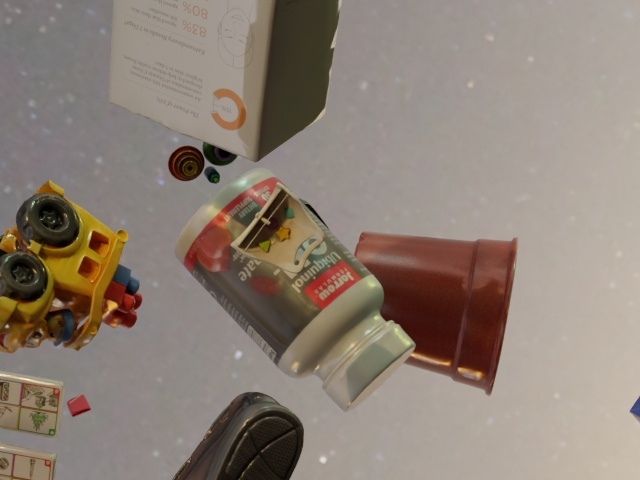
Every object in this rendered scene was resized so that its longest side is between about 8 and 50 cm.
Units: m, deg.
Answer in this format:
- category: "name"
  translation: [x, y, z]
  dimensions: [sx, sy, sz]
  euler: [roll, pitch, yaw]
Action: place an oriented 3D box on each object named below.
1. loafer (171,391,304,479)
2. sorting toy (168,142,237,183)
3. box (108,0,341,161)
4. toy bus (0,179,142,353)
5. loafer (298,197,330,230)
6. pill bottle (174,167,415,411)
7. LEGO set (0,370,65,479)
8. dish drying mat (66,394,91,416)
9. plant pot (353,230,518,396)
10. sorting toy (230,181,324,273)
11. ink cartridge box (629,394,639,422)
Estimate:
- category: "loafer"
  translation: [-0.123, 0.291, 1.320]
  dimensions: [0.109, 0.095, 0.302]
  euler: [33, -92, -26]
- category: "sorting toy"
  translation: [-0.147, -0.103, 1.690]
  dimensions: [0.102, 0.042, 0.061]
  euler: [-24, -66, -9]
- category: "box"
  translation: [-0.101, -0.300, 1.470]
  dimensions: [0.168, 0.215, 0.345]
  euler: [-39, -34, -50]
- category: "toy bus"
  translation: [-0.332, 0.068, 1.672]
  dimensions: [0.149, 0.211, 0.220]
  euler: [-39, 27, 45]
- category: "loafer"
  translation: [0.000, 0.000, 1.982]
  dimensions: [0.062, 0.061, 0.170]
  euler: [-55, -39, -22]
- category: "pill bottle"
  translation: [-0.029, 0.070, 1.716]
  dimensions: [0.176, 0.318, 0.176]
  euler: [-42, -12, -11]
- category: "LEGO set"
  translation: [-0.357, 0.198, 1.198]
  dimensions: [0.060, 0.244, 0.182]
  euler: [-33, -49, -80]
- category: "dish drying mat"
  translation: [-0.385, 0.262, 2.051]
  dimensions: [0.032, 0.083, 0.008]
  euler: [-20, -78, -13]
- category: "plant pot"
  translation: [0.180, 0.106, 2.183]
  dimensions: [0.272, 0.265, 0.272]
  euler: [10, -90, -83]
- category: "sorting toy"
  translation: [-0.038, -0.006, 1.361]
  dimensions: [0.083, 0.075, 0.045]
  euler: [-52, -4, 4]
- category: "ink cartridge box"
  translation: [0.497, 0.239, 1.769]
  dimensions: [0.097, 0.046, 0.207]
  euler: [-54, -41, -6]
